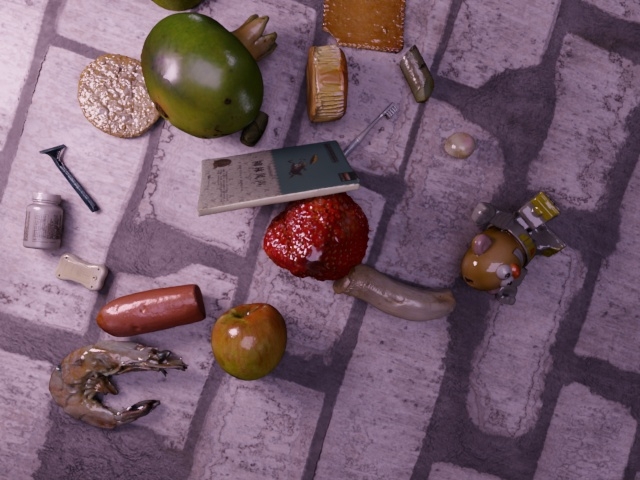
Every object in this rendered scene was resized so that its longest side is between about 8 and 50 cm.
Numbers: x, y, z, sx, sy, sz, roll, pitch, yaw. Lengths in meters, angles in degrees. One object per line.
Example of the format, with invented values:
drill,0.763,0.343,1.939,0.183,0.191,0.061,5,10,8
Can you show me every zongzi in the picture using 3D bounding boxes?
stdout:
zongzi,-0.169,-0.299,1.083,0.052,0.113,0.104,27,89,-12

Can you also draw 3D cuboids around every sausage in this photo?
sausage,-0.435,0.182,1.070,0.258,0.113,0.114,-10,93,-7

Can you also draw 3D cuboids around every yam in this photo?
yam,0.270,-0.458,1.150,0.069,0.070,0.147,-28,93,-5

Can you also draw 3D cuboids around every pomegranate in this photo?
pomegranate,-0.260,-0.433,1.002,0.358,0.216,0.310,-43,81,-6

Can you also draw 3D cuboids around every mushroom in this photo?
mushroom,0.207,0.147,1.151,0.350,0.095,0.123,16,72,-8
mushroom,0.392,-0.264,1.169,0.083,0.068,0.084,-2,47,2

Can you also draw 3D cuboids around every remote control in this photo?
remote control,-0.623,0.082,1.085,0.122,0.032,0.075,23,89,-7

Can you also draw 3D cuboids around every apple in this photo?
apple,-0.180,0.259,1.063,0.195,0.196,0.196,0,92,-6

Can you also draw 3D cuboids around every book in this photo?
book,-0.113,-0.165,1.039,0.378,0.264,0.031,-11,127,-6

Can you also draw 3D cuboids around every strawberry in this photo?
strawberry,0.000,0.000,1.025,0.238,0.288,0.250,39,106,-14

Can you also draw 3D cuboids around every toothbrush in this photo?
toothbrush,0.091,-0.260,1.159,0.342,0.025,0.030,-45,98,-4

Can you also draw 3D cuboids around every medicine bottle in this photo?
medicine bottle,-0.698,-0.049,1.050,0.079,0.079,0.140,6,91,-6

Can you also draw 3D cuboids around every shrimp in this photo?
shrimp,-0.521,0.374,1.088,0.359,0.085,0.247,-10,102,-3

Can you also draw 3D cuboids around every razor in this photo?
razor,-0.642,-0.156,1.081,0.190,0.033,0.066,57,44,-8

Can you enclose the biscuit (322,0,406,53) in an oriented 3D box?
biscuit,0.125,-0.648,1.157,0.236,0.013,0.232,4,91,-6

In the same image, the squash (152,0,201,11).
squash,-0.369,-0.643,0.982,0.169,0.252,0.093,-12,94,-6

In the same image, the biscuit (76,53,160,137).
biscuit,-0.520,-0.377,1.084,0.219,0.033,0.220,0,93,-8

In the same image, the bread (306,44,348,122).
bread,0.020,-0.411,1.093,0.114,0.132,0.191,-7,95,-8

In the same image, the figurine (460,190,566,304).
figurine,0.510,0.027,1.140,0.284,0.167,0.343,-32,99,-7
